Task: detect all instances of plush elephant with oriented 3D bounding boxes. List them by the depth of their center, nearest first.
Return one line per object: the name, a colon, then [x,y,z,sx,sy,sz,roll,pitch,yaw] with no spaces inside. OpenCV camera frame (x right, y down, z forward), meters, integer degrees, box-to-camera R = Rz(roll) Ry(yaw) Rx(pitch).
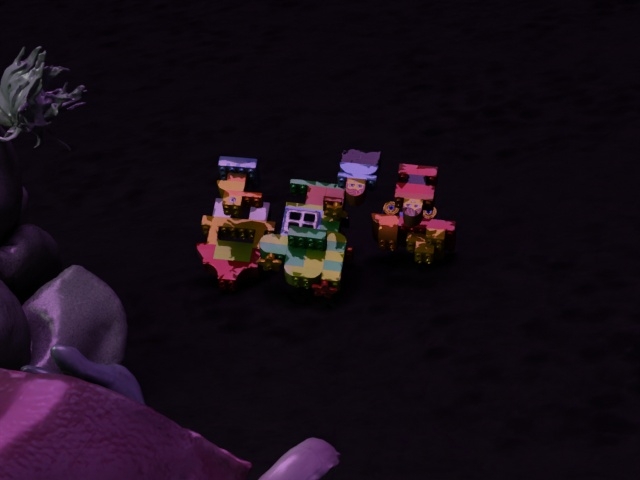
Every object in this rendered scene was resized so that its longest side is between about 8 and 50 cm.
plush elephant: [-0.291,0.038,1.394,0.330,0.272,0.255,-30,47,39]

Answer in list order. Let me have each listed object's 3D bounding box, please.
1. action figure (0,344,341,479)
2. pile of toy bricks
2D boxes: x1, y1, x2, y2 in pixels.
action figure: [-0.156,0.228,0.750,0.276,0.248,0.370,18,36,-13]
pile of toy bricks: [0.000,0.000,1.546,0.212,0.118,0.105,5,57,7]
